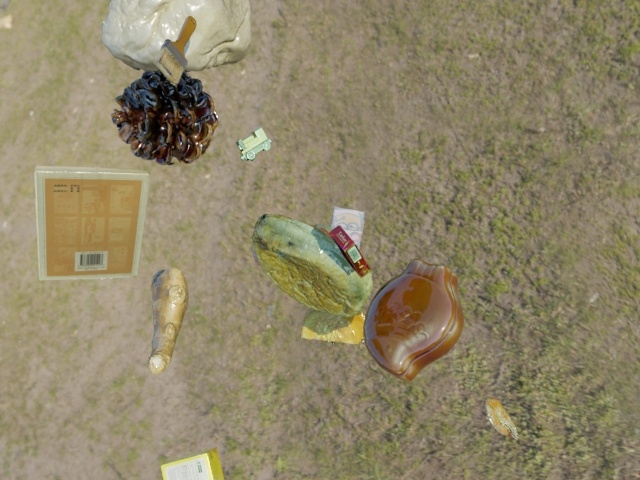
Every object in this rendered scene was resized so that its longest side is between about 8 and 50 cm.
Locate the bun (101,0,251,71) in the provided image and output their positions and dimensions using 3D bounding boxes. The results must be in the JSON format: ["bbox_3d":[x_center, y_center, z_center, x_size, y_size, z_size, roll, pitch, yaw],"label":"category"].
[{"bbox_3d":[-0.258,-0.418,1.011,0.281,0.281,0.205,26,123,42],"label":"bun"}]

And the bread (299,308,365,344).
[{"bbox_3d":[0.041,0.260,1.812,0.228,0.143,0.140,3,110,21],"label":"bread"}]

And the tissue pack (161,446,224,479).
[{"bbox_3d":[-0.226,0.492,1.041,0.095,0.062,0.176,-18,78,6],"label":"tissue pack"}]

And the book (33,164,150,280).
[{"bbox_3d":[-0.387,-0.022,0.936,0.018,0.170,0.242,64,144,40],"label":"book"}]

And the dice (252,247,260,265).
[{"bbox_3d":[-0.091,0.015,1.237,0.094,0.093,0.091,-5,66,26],"label":"dice"}]

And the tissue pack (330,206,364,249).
[{"bbox_3d":[0.089,-0.035,1.934,0.115,0.065,0.155,9,57,5],"label":"tissue pack"}]

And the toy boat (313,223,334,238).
[{"bbox_3d":[0.001,-0.001,1.502,0.185,0.089,0.071,6,67,50],"label":"toy boat"}]

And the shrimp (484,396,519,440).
[{"bbox_3d":[0.516,0.518,1.581,0.042,0.190,0.101,-27,30,31],"label":"shrimp"}]

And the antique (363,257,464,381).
[{"bbox_3d":[0.219,0.185,1.282,0.223,0.129,0.278,8,68,42],"label":"antique"}]

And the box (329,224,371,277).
[{"bbox_3d":[0.048,0.019,0.888,0.023,0.082,0.051,-36,46,-1],"label":"box"}]

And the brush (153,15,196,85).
[{"bbox_3d":[-0.197,-0.276,0.780,0.014,0.043,0.170,-21,40,24],"label":"brush"}]

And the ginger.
[{"bbox_3d":[-0.332,0.158,1.193,0.148,0.081,0.334,-51,32,28],"label":"ginger"}]

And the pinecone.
[{"bbox_3d":[-0.387,-0.294,1.374,0.243,0.244,0.257,-3,33,38],"label":"pinecone"}]

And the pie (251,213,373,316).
[{"bbox_3d":[-0.017,0.054,1.068,0.277,0.277,0.079,13,60,41],"label":"pie"}]

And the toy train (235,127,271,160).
[{"bbox_3d":[-0.219,-0.313,1.817,0.122,0.081,0.050,-35,20,-20],"label":"toy train"}]
